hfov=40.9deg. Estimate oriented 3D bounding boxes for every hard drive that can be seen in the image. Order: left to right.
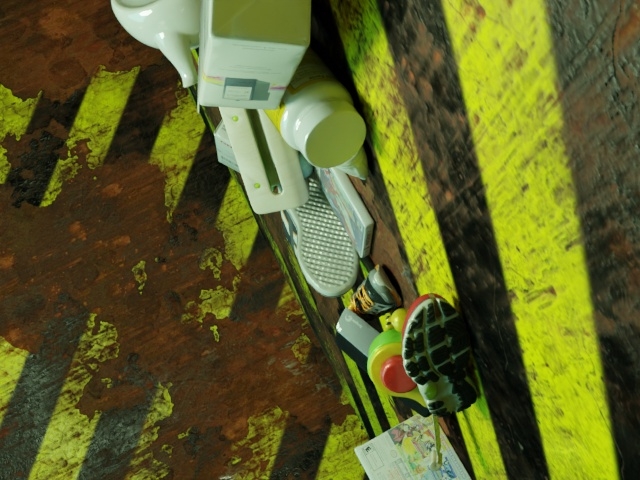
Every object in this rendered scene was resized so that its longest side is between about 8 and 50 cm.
[{"bbox_3d":[0.132,0.242,1.660,0.255,0.054,0.172,39,165,13],"label":"hard drive"}]

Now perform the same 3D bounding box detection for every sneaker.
[{"bbox_3d":[0.000,0.000,1.768,0.127,0.126,0.321,83,170,-54],"label":"sneaker"},{"bbox_3d":[0.003,-0.168,1.384,0.212,0.080,0.094,50,-179,32],"label":"sneaker"},{"bbox_3d":[0.098,0.112,1.645,0.084,0.083,0.215,62,170,18],"label":"sneaker"},{"bbox_3d":[0.168,0.168,1.340,0.279,0.107,0.118,74,174,-46],"label":"sneaker"}]

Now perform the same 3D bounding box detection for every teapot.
[{"bbox_3d":[-0.267,-0.465,1.675,0.252,0.256,0.187,37,173,41],"label":"teapot"}]

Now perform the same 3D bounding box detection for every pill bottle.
[{"bbox_3d":[-0.023,-0.207,1.278,0.208,0.119,0.119,57,170,39],"label":"pill bottle"}]

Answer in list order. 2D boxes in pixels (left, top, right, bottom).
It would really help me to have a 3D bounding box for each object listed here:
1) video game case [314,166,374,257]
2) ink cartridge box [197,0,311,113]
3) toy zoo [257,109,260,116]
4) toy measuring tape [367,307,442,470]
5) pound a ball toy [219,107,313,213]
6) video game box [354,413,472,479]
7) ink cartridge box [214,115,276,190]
[{"bbox_3d":[0.040,-0.081,1.608,0.201,0.023,0.183,61,171,17],"label":"video game case"},{"bbox_3d":[-0.096,-0.298,1.130,0.353,0.119,0.207,151,121,-78],"label":"ink cartridge box"},{"bbox_3d":[-0.144,-0.334,1.927,0.192,0.030,0.293,62,171,7],"label":"toy zoo"},{"bbox_3d":[0.147,0.267,1.521,0.121,0.121,0.330,-133,30,-62],"label":"toy measuring tape"},{"bbox_3d":[-0.102,-0.244,1.683,0.208,0.136,0.319,-89,-14,-59],"label":"pound a ball toy"},{"bbox_3d":[0.200,0.487,1.810,0.205,0.187,0.048,60,175,22],"label":"video game box"},{"bbox_3d":[-0.149,-0.207,1.930,0.154,0.093,0.212,29,170,2],"label":"ink cartridge box"}]
